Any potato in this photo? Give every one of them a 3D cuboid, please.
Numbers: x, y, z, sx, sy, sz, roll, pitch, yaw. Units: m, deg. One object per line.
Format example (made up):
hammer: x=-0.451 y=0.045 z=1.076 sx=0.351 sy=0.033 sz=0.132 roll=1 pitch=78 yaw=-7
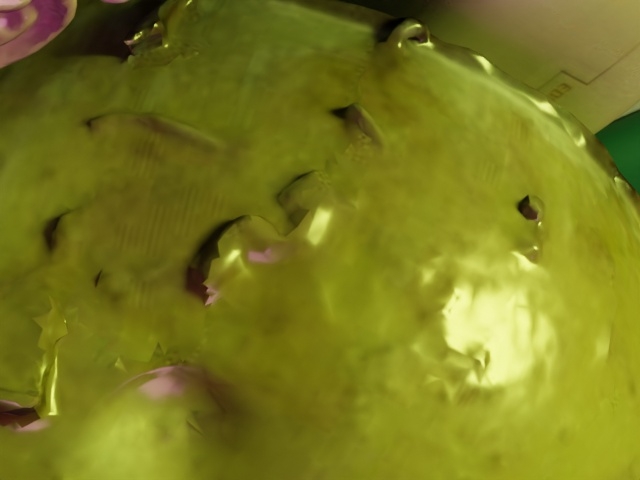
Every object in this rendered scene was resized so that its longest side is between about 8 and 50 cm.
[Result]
potato: x=-0.044 y=0.126 z=0.576 sx=0.442 sy=0.319 sz=0.385 roll=22 pitch=145 yaw=-5

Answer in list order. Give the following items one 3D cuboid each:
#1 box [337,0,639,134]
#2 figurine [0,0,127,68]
box: x=0.081 y=-0.096 z=0.588 sx=0.146 sy=0.088 sz=0.200 roll=21 pitch=139 yaw=-34
figurine: x=-0.223 y=-0.099 z=0.426 sx=0.361 sy=0.211 sz=0.253 roll=-23 pitch=-178 yaw=13
